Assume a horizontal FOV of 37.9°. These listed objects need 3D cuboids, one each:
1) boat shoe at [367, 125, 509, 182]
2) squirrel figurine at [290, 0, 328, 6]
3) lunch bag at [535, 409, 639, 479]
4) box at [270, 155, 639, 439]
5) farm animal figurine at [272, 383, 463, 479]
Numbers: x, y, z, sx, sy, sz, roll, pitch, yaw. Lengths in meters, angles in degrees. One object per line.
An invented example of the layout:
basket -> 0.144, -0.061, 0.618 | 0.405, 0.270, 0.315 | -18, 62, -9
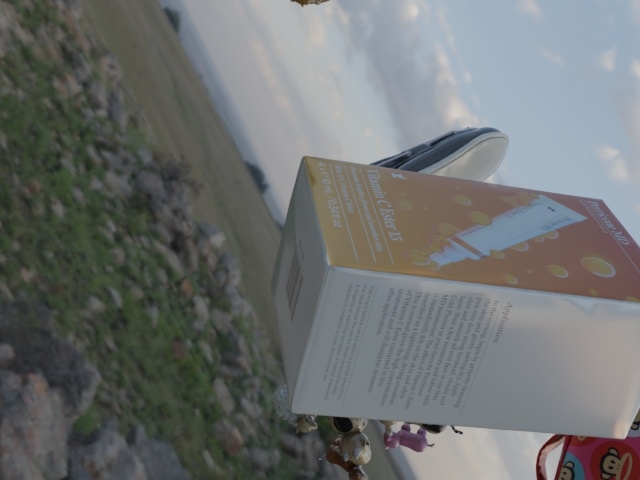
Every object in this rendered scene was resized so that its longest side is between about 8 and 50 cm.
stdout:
boat shoe -> 0.180, -0.124, 1.492 | 0.095, 0.335, 0.112 | 35, -48, 28
squirrel figurine -> -0.089, -0.545, 1.353 | 0.397, 0.281, 0.370 | 22, 41, -33
lunch bag -> 0.388, 0.328, 1.170 | 0.258, 0.293, 0.120 | 17, -6, 40
box -> 0.141, 0.056, 0.937 | 0.215, 0.345, 0.168 | -105, -155, -58
farm animal figurine -> 0.093, 0.396, 2.067 | 0.327, 0.330, 0.172 | 49, 23, -6
